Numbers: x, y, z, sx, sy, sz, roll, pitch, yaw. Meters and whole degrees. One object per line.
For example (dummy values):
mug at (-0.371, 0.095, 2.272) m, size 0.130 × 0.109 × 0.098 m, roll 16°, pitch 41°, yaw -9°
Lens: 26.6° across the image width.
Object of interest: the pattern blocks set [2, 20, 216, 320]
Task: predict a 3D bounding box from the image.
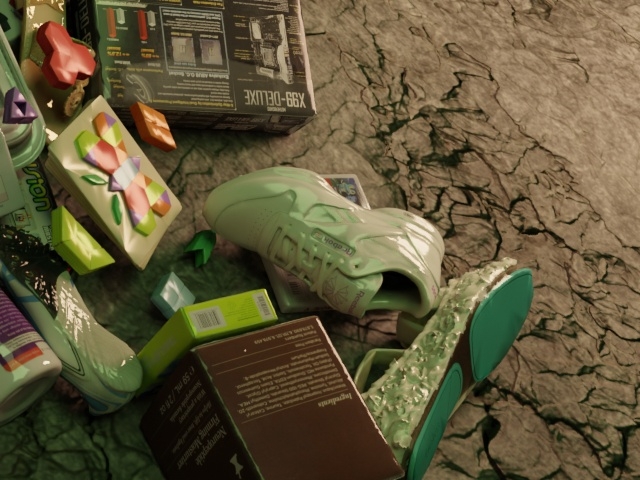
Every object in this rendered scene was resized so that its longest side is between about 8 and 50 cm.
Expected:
pattern blocks set at (-0.233, -0.070, 1.546) m, size 0.325 × 0.026 × 0.285 m, roll 46°, pitch 36°, yaw -30°

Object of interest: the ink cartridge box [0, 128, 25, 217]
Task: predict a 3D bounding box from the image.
ink cartridge box at (-0.432, -0.108, 1.408) m, size 0.189 × 0.232 × 0.066 m, roll -24°, pitch 30°, yaw -22°

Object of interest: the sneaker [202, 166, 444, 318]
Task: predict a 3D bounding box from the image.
sneaker at (0.007, 0.007, 1.613) m, size 0.305 × 0.114 × 0.152 m, roll 15°, pitch 41°, yaw -9°

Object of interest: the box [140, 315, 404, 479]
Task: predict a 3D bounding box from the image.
box at (-0.055, 0.217, 1.423) m, size 0.167 × 0.168 × 0.203 m, roll -12°, pitch 62°, yaw -37°

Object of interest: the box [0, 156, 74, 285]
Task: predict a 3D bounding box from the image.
box at (-0.363, -0.045, 1.543) m, size 0.114 × 0.036 × 0.207 m, roll -5°, pitch 58°, yaw -34°

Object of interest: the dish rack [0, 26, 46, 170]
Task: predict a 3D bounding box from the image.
dish rack at (-0.484, -0.205, 1.504) m, size 0.286 × 0.072 × 0.332 m, roll -20°, pitch 74°, yaw -22°

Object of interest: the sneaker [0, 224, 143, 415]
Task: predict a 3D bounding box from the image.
sneaker at (-0.285, 0.087, 1.443) m, size 0.237 × 0.086 × 0.085 m, roll 51°, pitch 29°, yaw 8°

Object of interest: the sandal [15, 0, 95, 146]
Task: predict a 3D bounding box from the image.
sandal at (-0.310, -0.229, 1.624) m, size 0.088 × 0.079 × 0.240 m, roll -2°, pitch 81°, yaw -48°

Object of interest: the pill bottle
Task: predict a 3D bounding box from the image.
pill bottle at (-0.363, 0.090, 1.384) m, size 0.193 × 0.108 × 0.108 m, roll 49°, pitch 46°, yaw 11°

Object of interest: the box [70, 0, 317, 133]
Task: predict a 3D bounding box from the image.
box at (-0.165, -0.268, 1.762) m, size 0.308 × 0.076 × 0.242 m, roll -1°, pitch 76°, yaw -31°

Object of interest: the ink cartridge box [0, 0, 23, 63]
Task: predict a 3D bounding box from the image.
ink cartridge box at (-0.433, -0.258, 1.646) m, size 0.127 × 0.072 × 0.175 m, roll 41°, pitch 45°, yaw 3°

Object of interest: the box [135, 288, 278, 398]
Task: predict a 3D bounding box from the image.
box at (-0.135, 0.115, 1.454) m, size 0.109 × 0.178 × 0.042 m, roll -12°, pitch 69°, yaw -37°

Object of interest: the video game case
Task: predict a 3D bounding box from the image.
video game case at (0.000, 0.000, 1.734) m, size 0.183 × 0.023 × 0.201 m, roll -2°, pitch 56°, yaw -32°

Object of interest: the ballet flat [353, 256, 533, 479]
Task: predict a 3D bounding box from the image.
ballet flat at (0.129, 0.138, 1.633) m, size 0.147 × 0.147 × 0.409 m, roll 40°, pitch 44°, yaw 3°
